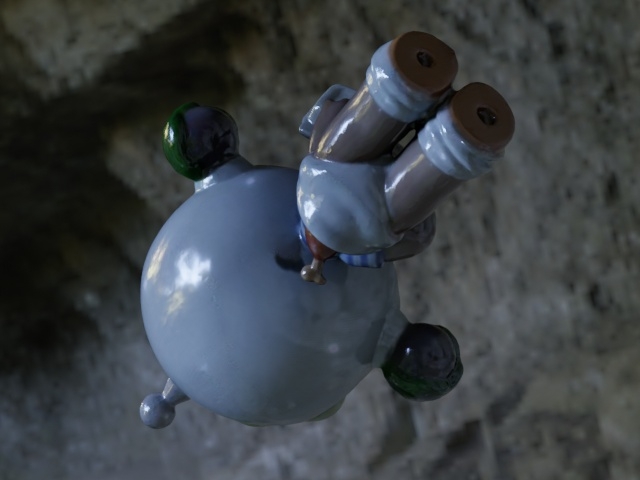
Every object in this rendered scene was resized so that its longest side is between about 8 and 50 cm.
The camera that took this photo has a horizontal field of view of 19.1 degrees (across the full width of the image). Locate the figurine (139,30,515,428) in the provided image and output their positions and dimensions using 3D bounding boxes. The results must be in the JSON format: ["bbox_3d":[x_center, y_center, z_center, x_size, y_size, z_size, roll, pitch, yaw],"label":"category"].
[{"bbox_3d":[0.000,0.000,0.701,0.197,0.147,0.093,-47,-3,33],"label":"figurine"}]
